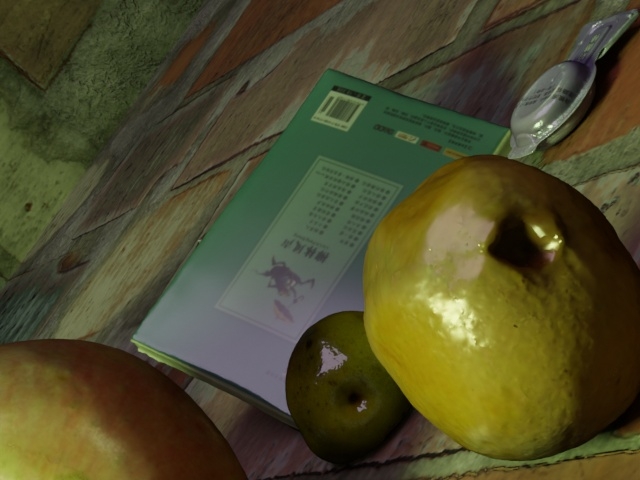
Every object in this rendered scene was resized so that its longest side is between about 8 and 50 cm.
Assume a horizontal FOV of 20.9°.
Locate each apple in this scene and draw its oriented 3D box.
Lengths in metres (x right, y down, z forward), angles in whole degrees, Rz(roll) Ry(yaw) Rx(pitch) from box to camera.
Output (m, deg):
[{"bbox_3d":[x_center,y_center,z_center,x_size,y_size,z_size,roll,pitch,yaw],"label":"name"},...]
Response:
[{"bbox_3d":[-0.241,0.275,1.468,0.391,0.391,0.346,-50,-1,-2],"label":"apple"}]

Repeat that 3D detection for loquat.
[{"bbox_3d":[0.136,0.049,1.252,0.193,0.238,0.238,-39,12,-24],"label":"loquat"}]

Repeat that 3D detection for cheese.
[{"bbox_3d":[0.242,-0.152,1.708,0.191,0.042,0.105,-55,19,-19],"label":"cheese"}]

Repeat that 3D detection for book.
[{"bbox_3d":[0.000,0.000,1.790,0.264,0.031,0.379,23,70,38],"label":"book"}]

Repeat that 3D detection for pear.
[{"bbox_3d":[0.020,0.125,1.583,0.141,0.104,0.141,-46,13,14],"label":"pear"}]

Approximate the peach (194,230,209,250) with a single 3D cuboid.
[{"bbox_3d":[-0.077,0.039,1.920,0.152,0.152,0.152,-44,18,18],"label":"peach"}]
